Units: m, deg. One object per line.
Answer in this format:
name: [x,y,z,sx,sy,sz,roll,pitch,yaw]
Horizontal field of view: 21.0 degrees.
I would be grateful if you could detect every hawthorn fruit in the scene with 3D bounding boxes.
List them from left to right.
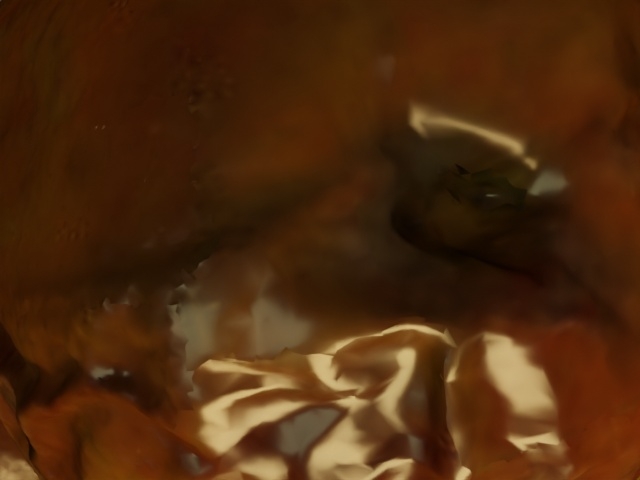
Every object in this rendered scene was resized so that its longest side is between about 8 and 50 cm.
hawthorn fruit: [0.000,0.000,0.942,0.471,0.472,0.472,15,123,24]

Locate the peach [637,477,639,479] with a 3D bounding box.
peach: [0.142,0.293,1.317,0.380,0.242,0.306,-6,108,33]

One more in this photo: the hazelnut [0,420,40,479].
hazelnut: [-0.314,0.194,1.489,0.365,0.366,0.366,15,123,24]
